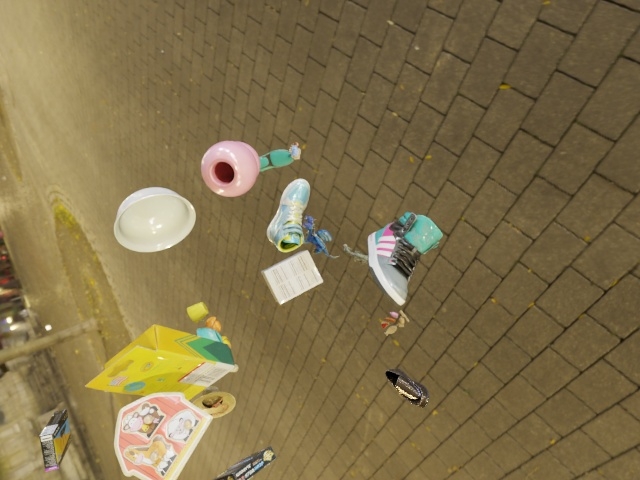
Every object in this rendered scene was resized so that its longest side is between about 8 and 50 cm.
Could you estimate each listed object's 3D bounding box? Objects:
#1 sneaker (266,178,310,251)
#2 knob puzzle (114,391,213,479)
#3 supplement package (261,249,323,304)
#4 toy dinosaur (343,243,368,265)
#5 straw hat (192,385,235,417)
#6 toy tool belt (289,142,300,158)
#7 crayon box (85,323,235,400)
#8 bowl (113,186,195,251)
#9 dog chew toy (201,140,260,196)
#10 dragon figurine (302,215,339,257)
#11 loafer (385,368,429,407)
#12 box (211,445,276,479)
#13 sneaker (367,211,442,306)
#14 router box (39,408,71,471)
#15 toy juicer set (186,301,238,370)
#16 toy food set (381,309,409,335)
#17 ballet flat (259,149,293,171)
[{"bbox_3d":[-0.107,-0.091,1.735,0.318,0.127,0.208,-65,31,17],"label":"sneaker"},{"bbox_3d":[-0.370,0.426,0.913,0.213,0.213,0.030,49,153,23],"label":"knob puzzle"},{"bbox_3d":[-0.162,0.200,2.259,0.197,0.263,0.199,64,167,-3],"label":"supplement package"},{"bbox_3d":[0.228,0.096,1.965,0.268,0.118,0.063,21,82,23],"label":"toy dinosaur"},{"bbox_3d":[-0.336,0.486,1.264,0.061,0.145,0.144,-117,31,-47],"label":"straw hat"},{"bbox_3d":[-0.121,-0.423,1.911,0.052,0.051,0.083,-4,85,28],"label":"toy tool belt"},{"bbox_3d":[-0.414,0.330,1.088,0.202,0.319,0.081,-37,51,14],"label":"crayon box"},{"bbox_3d":[-0.653,-0.104,1.586,0.134,0.298,0.297,54,141,31],"label":"bowl"},{"bbox_3d":[-0.329,-0.293,1.596,0.207,0.331,0.206,2,110,5],"label":"dog chew toy"},{"bbox_3d":[0.000,0.000,2.059,0.289,0.085,0.144,44,149,-11],"label":"dragon figurine"},{"bbox_3d":[0.316,0.554,1.536,0.220,0.079,0.080,21,92,61],"label":"loafer"},{"bbox_3d":[-0.289,0.848,1.507,0.220,0.175,0.051,-43,71,40],"label":"box"},{"bbox_3d":[0.221,0.028,1.022,0.179,0.295,0.124,-37,114,20],"label":"sneaker"},{"bbox_3d":[-0.956,0.718,1.481,0.179,0.046,0.133,-164,69,-71],"label":"router box"},{"bbox_3d":[-0.407,0.405,1.553,0.329,0.090,0.209,54,172,38],"label":"toy juicer set"},{"bbox_3d":[0.297,0.329,1.663,0.122,0.019,0.077,-36,90,27],"label":"toy food set"},{"bbox_3d":[-0.238,-0.397,2.015,0.248,0.087,0.083,-11,104,17],"label":"ballet flat"}]
